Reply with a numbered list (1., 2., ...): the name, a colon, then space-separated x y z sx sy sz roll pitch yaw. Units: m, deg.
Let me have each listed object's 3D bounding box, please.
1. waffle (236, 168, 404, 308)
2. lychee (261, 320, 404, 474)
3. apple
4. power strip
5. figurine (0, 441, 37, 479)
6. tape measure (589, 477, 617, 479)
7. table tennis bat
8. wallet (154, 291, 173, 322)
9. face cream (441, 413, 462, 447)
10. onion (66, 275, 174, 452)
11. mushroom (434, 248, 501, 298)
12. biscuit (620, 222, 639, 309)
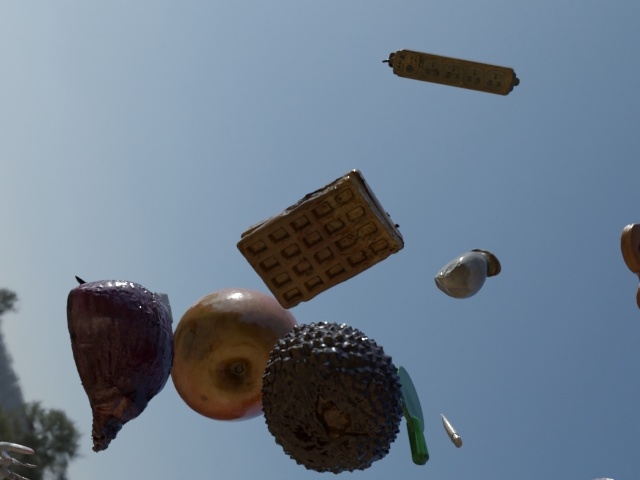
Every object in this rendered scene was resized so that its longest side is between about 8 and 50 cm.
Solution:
1. waffle: 0.000 0.000 2.001 0.224 0.327 0.098 55 23 -18
2. lychee: 0.021 0.267 1.568 0.267 0.267 0.267 43 -37 44
3. apple: -0.217 0.296 2.319 0.364 0.364 0.364 43 -37 44
4. power strip: 0.284 -0.371 1.950 0.044 0.305 0.064 -53 153 -69
5. figurine: -0.543 0.400 1.273 0.284 0.316 0.206 41 -16 2
6. tape measure: 0.525 0.570 1.667 0.149 0.231 0.245 42 -29 -21
7. table tennis bat: 0.210 0.402 2.048 0.160 0.039 0.257 55 18 -40
8. wallet: -0.391 0.167 2.219 0.011 0.044 0.083 -31 -119 29
9. face cream: 0.285 0.418 1.949 0.115 0.020 0.038 -122 -163 -74
10. onion: -0.365 0.232 1.728 0.267 0.159 0.349 54 22 -60
11. mushroom: 0.322 0.072 1.952 0.097 0.212 0.088 -31 -89 32
12. biscuit: 0.598 0.074 1.538 0.036 0.165 0.250 -20 -67 49
